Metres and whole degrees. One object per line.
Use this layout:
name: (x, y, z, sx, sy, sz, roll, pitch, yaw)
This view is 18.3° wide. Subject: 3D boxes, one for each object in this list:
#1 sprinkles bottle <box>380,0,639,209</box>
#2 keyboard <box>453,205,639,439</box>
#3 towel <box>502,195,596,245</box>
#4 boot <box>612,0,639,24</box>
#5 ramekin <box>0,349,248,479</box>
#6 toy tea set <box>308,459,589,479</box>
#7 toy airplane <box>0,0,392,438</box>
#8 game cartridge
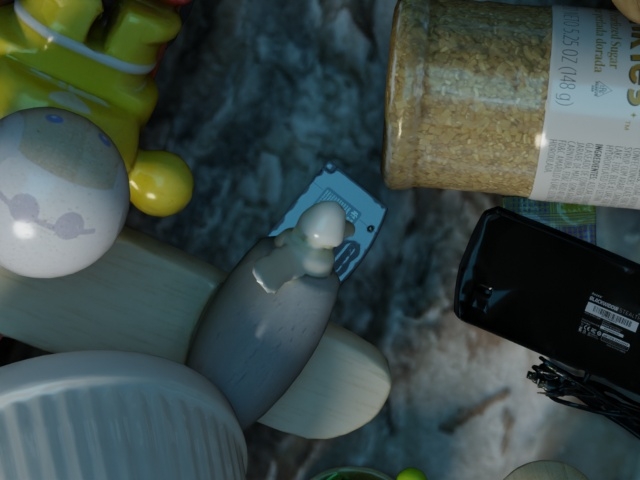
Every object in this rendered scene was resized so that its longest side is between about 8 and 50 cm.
sprinkles bottle: (0.215, -0.072, 1.164, 0.355, 0.121, 0.121, 5, 85, 2)
keyboard: (0.166, 0.058, 1.198, 0.192, 0.038, 0.100, 23, 83, -7)
towel: (0.140, 0.011, 1.213, 0.060, 0.009, 0.083, 0, 85, 2)
boot: (0.075, -0.216, 1.148, 0.269, 0.089, 0.236, -7, 105, 38)
ramekin: (-0.130, 0.165, 1.062, 0.207, 0.207, 0.109, -19, 51, -1)
toy tea set: (0.021, 0.245, 1.137, 0.200, 0.124, 0.336, 39, 87, 4)
toy airplane: (-0.179, -0.015, 1.088, 0.386, 0.272, 0.384, -20, 102, -13)
game cartridge: (0.000, 0.000, 1.215, 0.056, 0.017, 0.083, 40, 87, 8)
